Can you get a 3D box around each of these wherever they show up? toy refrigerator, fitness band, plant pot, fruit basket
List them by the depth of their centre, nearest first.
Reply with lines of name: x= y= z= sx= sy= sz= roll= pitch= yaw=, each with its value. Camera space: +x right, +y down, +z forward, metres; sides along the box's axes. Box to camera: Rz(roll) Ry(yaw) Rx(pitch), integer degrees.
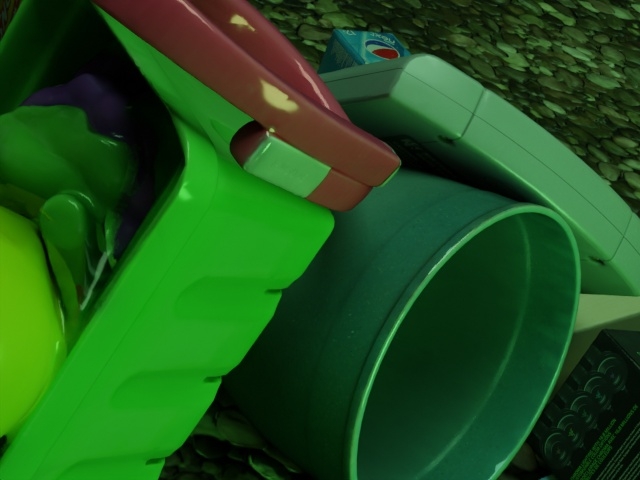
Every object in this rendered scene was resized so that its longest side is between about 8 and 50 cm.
fruit basket: x=-0.219 y=0.026 z=0.844 sx=0.392 sy=0.392 sz=0.283 roll=-1 pitch=40 yaw=-33
fitness band: x=-0.053 y=-0.114 z=0.857 sx=0.209 sy=0.054 sz=0.291 roll=50 pitch=11 yaw=23
plant pot: x=0.021 y=0.055 z=1.076 sx=0.255 sy=0.271 sz=0.272 roll=27 pitch=29 yaw=35
toy refrigerator: x=0.244 y=0.082 z=1.311 sx=0.269 sy=0.094 sz=0.102 roll=-11 pitch=38 yaw=-42

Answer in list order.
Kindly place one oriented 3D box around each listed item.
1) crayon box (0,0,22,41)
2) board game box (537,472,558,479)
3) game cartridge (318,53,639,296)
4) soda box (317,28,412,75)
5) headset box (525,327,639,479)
crayon box: x=-0.253 y=-0.225 z=1.332 sx=0.081 sy=0.202 sz=0.318 roll=4 pitch=34 yaw=-26
board game box: x=0.207 y=0.276 z=1.053 sx=0.136 sy=0.035 sz=0.201 roll=-14 pitch=48 yaw=-43
game cartridge: x=0.131 y=-0.048 z=1.115 sx=0.297 sy=0.198 sz=0.062 roll=36 pitch=68 yaw=-27
soda box: x=0.022 y=-0.097 z=1.318 sx=0.071 sy=0.210 sz=0.067 roll=-2 pitch=40 yaw=-33
headset box: x=0.344 y=0.200 z=1.120 sx=0.246 sy=0.131 sz=0.283 roll=6 pitch=34 yaw=-42
